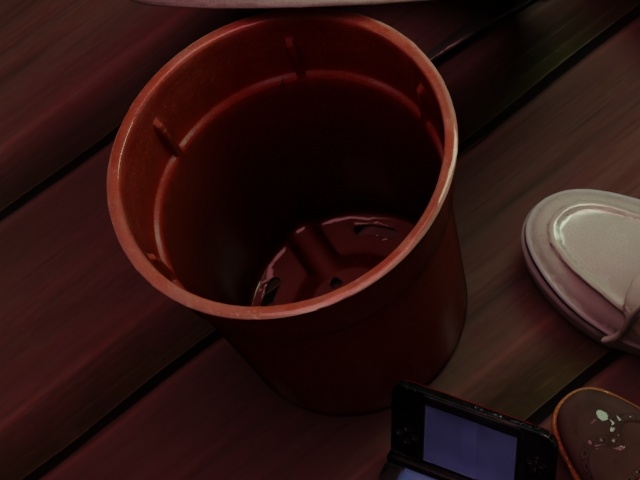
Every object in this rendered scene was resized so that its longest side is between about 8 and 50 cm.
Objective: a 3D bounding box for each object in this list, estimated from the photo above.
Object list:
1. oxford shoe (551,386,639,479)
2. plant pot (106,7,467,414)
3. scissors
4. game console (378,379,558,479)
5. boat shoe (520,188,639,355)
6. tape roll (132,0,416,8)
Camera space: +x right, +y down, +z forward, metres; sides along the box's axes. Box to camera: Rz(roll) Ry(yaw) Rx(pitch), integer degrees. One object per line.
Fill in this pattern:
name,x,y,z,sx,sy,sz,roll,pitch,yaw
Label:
oxford shoe,0.276,0.197,1.429,0.097,0.098,0.271,-41,59,-9
plant pot,0.000,0.000,1.517,0.272,0.265,0.272,-7,60,12
scissors,0.195,-0.242,1.746,0.297,0.021,0.109,-23,61,3
game console,0.105,0.197,1.488,0.144,0.124,0.085,18,41,23
boat shoe,0.305,0.045,1.472,0.367,0.156,0.136,36,75,28
tape roll,0.024,-0.253,1.615,0.392,0.392,0.072,0,104,15
